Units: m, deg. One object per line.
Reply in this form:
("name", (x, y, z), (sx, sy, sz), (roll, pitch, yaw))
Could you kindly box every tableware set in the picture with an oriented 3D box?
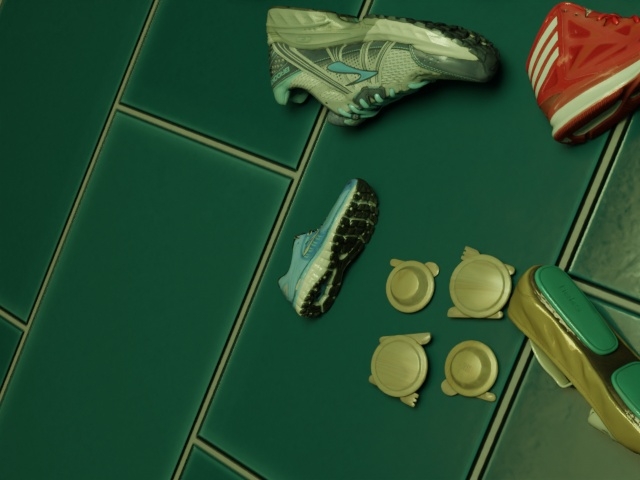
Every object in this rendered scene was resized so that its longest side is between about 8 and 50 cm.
("tableware set", (0.121, 0.087, 0.914), (0.141, 0.020, 0.168), (5, 81, 31))

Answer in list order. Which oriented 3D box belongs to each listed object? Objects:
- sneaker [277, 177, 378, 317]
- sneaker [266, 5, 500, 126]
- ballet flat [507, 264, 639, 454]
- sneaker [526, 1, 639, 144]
("sneaker", (0.000, 0.000, 0.984), (0.073, 0.063, 0.162), (35, 99, 36))
("sneaker", (0.062, -0.181, 0.977), (0.283, 0.110, 0.122), (15, 106, 36))
("ballet flat", (0.252, 0.123, 0.805), (0.232, 0.080, 0.073), (56, 138, 30))
("sneaker", (0.286, -0.198, 0.833), (0.221, 0.087, 0.128), (-33, 66, 21))
